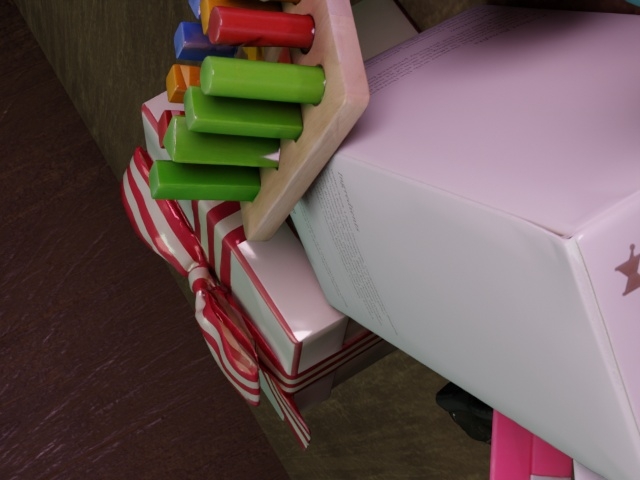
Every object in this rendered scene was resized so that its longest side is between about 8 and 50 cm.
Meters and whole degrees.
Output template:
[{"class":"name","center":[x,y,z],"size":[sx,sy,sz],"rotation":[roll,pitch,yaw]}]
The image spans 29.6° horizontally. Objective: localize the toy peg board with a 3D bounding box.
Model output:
[{"class":"toy peg board","center":[-0.051,-0.106,0.705],"size":[0.161,0.079,0.160],"rotation":[129,136,-53]}]

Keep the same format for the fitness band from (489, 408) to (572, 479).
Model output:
[{"class":"fitness band","center":[0.150,0.143,0.874],"size":[0.209,0.054,0.290],"rotation":[-12,-75,-81]}]

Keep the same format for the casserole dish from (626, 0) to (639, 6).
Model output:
[{"class":"casserole dish","center":[0.166,-0.124,0.391],"size":[0.037,0.188,0.114],"rotation":[58,174,-30]}]

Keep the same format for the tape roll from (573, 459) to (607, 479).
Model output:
[{"class":"tape roll","center":[0.211,0.191,0.698],"size":[0.286,0.100,0.286],"rotation":[-9,-90,-75]}]

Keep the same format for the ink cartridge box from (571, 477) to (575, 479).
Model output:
[{"class":"ink cartridge box","center":[0.263,0.287,0.975],"size":[0.153,0.087,0.208],"rotation":[48,155,41]}]

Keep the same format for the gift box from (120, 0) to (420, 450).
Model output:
[{"class":"gift box","center":[0.000,0.000,1.006],"size":[0.255,0.258,0.276],"rotation":[55,163,22]}]

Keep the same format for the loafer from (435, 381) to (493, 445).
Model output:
[{"class":"loafer","center":[0.176,0.152,1.087],"size":[0.078,0.080,0.220],"rotation":[52,170,-4]}]

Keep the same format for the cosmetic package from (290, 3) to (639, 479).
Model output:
[{"class":"cosmetic package","center":[0.128,-0.023,0.675],"size":[0.365,0.197,0.155],"rotation":[32,147,63]}]
